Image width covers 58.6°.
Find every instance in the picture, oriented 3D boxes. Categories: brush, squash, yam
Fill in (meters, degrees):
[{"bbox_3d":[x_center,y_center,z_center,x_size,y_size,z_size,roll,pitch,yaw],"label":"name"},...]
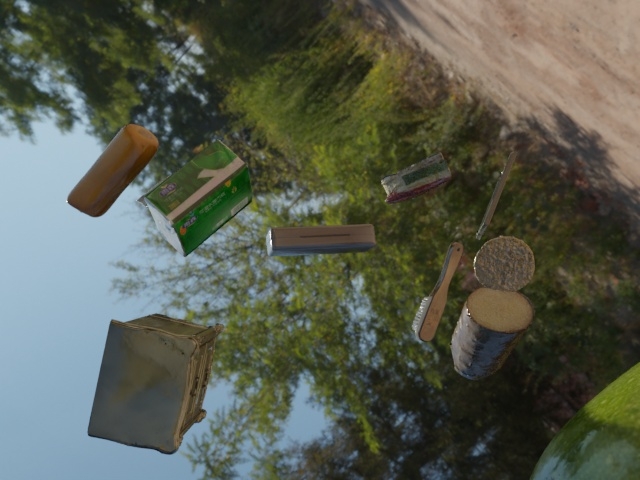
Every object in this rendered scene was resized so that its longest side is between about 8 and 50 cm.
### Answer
[{"bbox_3d":[0.365,0.157,1.793,0.070,0.327,0.065,24,177,-31],"label":"brush"},{"bbox_3d":[0.394,0.319,0.725,0.310,0.309,0.310,58,-166,-25],"label":"squash"},{"bbox_3d":[0.353,0.199,1.208,0.129,0.128,0.238,37,153,25],"label":"yam"}]

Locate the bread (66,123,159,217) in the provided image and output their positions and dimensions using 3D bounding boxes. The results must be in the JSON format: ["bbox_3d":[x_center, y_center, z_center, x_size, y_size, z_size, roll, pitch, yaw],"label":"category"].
[{"bbox_3d":[-0.444,-0.142,1.227,0.074,0.239,0.092,50,-165,19],"label":"bread"}]

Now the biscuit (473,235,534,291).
[{"bbox_3d":[0.454,0.061,1.409,0.152,0.152,0.020,45,-164,-6],"label":"biscuit"}]

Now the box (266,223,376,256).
[{"bbox_3d":[0.000,0.000,1.319,0.103,0.244,0.055,134,132,-74],"label":"box"}]

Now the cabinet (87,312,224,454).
[{"bbox_3d":[-0.414,0.357,1.515,0.227,0.290,0.318,11,179,4],"label":"cabinet"}]

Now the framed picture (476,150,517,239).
[{"bbox_3d":[0.478,-0.115,1.567,0.019,0.209,0.281,22,179,13],"label":"framed picture"}]

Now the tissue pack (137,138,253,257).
[{"bbox_3d":[-0.274,-0.105,1.237,0.156,0.209,0.148,41,158,17],"label":"tissue pack"}]

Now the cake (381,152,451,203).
[{"bbox_3d":[0.251,-0.164,1.589,0.086,0.117,0.220,70,158,3],"label":"cake"}]
